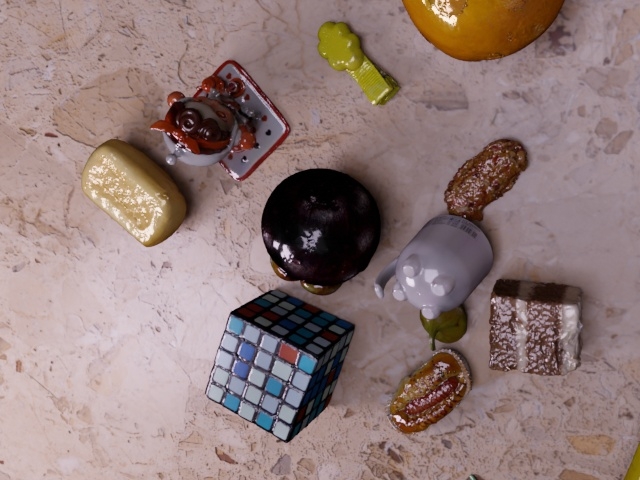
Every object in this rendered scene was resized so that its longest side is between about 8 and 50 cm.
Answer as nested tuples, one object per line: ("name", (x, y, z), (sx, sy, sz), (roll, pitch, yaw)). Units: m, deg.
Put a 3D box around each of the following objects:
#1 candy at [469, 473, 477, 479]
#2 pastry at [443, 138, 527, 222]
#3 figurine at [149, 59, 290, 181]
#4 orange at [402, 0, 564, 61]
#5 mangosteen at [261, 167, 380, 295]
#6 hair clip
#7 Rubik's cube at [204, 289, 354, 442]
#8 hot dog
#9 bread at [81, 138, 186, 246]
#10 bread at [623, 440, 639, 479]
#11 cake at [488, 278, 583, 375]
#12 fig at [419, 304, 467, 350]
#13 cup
("candy", (0.322, 0.494, 1.665), (0.194, 0.062, 0.058), (55, 161, 14))
("pastry", (0.263, -0.095, 1.548), (0.087, 0.063, 0.169), (42, 115, 6))
("figurine", (-0.201, -0.196, 1.640), (0.160, 0.226, 0.183), (-43, 83, 26))
("orange", (0.239, -0.385, 1.396), (0.246, 0.246, 0.246), (5, 103, 23))
("mangosteen", (0.000, 0.000, 1.625), (0.211, 0.211, 0.250), (21, 140, 18))
("hair clip", (0.055, -0.301, 1.604), (0.072, 0.046, 0.173), (-43, 81, 21))
("Rubik's cube", (-0.072, 0.217, 1.698), (0.187, 0.182, 0.184), (26, 111, 16))
("hot dog", (0.189, 0.270, 1.666), (0.099, 0.053, 0.192), (49, 113, 11))
("bread", (-0.347, -0.093, 1.797), (0.217, 0.098, 0.147), (44, 116, 12))
("bread", (0.564, 0.395, 1.496), (0.166, 0.112, 0.383), (20, 108, 16))
("cake", (0.349, 0.138, 1.529), (0.147, 0.134, 0.135), (1, 102, 14))
("fig", (0.203, 0.136, 1.605), (0.082, 0.098, 0.084), (9, 106, 24))
("cup", (0.174, 0.043, 1.555), (0.173, 0.142, 0.134), (20, 130, 26))
